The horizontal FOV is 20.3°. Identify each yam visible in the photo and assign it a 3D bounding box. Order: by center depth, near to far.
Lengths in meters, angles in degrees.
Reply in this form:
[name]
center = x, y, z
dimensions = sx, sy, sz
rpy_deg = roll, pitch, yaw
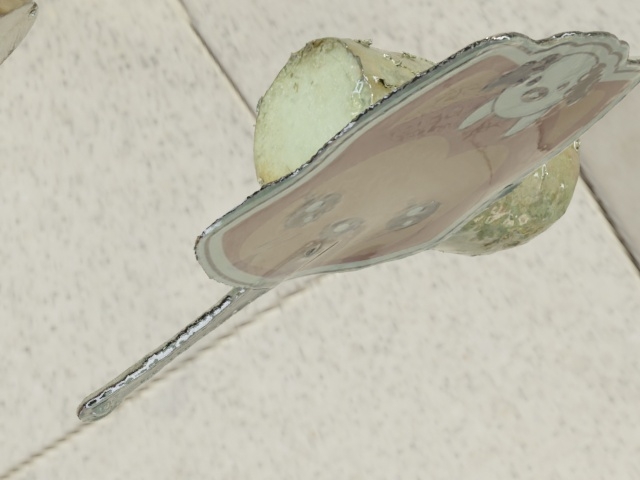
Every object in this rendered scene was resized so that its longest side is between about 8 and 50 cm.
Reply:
[yam]
center = 0.084, -0.076, 1.569
dimensions = 0.304, 0.168, 0.168
rpy_deg = 11, 117, -48

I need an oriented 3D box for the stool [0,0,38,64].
[stool]
center = -0.443, -0.275, 1.846
dimensions = 0.179, 0.179, 0.264
rpy_deg = -43, 90, 10

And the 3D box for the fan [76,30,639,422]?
[fan]
center = 0.000, 0.000, 0.537
dimensions = 0.220, 0.009, 0.132
rpy_deg = -36, 160, 29
